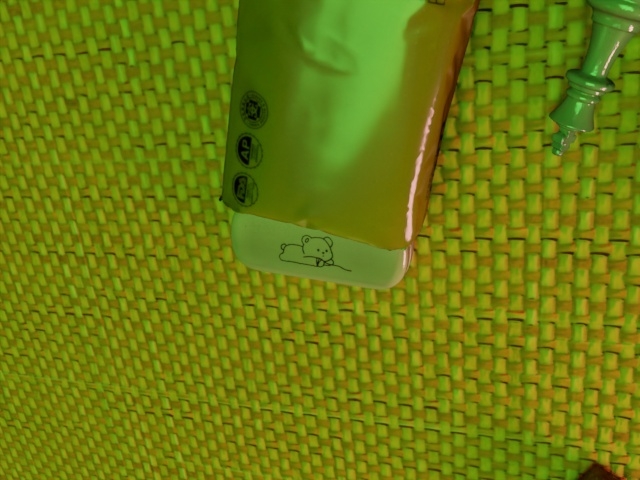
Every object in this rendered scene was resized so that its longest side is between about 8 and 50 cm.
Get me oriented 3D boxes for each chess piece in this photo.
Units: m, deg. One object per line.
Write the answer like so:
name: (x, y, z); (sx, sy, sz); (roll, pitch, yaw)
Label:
chess piece: (0.230, -0.140, 0.510); (0.059, 0.059, 0.149); (20, 124, 10)

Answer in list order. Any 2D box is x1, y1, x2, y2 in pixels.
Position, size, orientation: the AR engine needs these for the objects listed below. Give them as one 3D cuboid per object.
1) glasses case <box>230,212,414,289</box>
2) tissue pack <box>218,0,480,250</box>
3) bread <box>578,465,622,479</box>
glasses case: (0.000, 0.000, 0.648); (0.197, 0.050, 0.083); (7, 116, 17)
tissue pack: (0.025, -0.147, 0.529); (0.193, 0.134, 0.270); (15, 116, 12)
bread: (0.299, 0.316, 0.674); (0.074, 0.053, 0.132); (33, 117, 4)
